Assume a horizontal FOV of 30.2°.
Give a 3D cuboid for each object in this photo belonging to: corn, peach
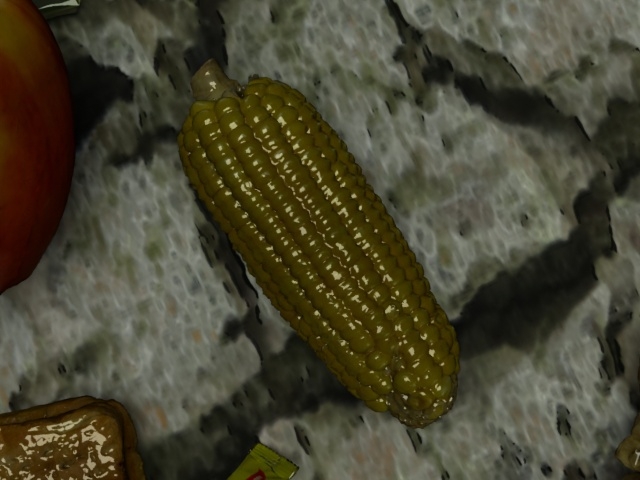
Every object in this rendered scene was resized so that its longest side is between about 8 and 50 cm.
[{"bbox_3d":[0.000,0.000,0.902,0.119,0.119,0.322,-36,91,-1],"label":"corn"},{"bbox_3d":[-0.304,-0.078,0.849,0.281,0.238,0.281,10,123,16],"label":"peach"}]

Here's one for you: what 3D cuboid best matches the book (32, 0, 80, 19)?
[{"bbox_3d":[-0.353,-0.243,0.959,0.289,0.026,0.201,-14,86,1],"label":"book"}]

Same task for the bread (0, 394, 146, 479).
[{"bbox_3d":[-0.270,0.203,0.915,0.271,0.077,0.139,-11,91,2],"label":"bread"}]

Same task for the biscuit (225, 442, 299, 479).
[{"bbox_3d":[-0.129,0.261,0.878,0.048,0.026,0.292,30,60,33],"label":"biscuit"}]

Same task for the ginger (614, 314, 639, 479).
[{"bbox_3d":[0.295,0.181,0.887,0.219,0.123,0.270,-30,78,-4],"label":"ginger"}]
